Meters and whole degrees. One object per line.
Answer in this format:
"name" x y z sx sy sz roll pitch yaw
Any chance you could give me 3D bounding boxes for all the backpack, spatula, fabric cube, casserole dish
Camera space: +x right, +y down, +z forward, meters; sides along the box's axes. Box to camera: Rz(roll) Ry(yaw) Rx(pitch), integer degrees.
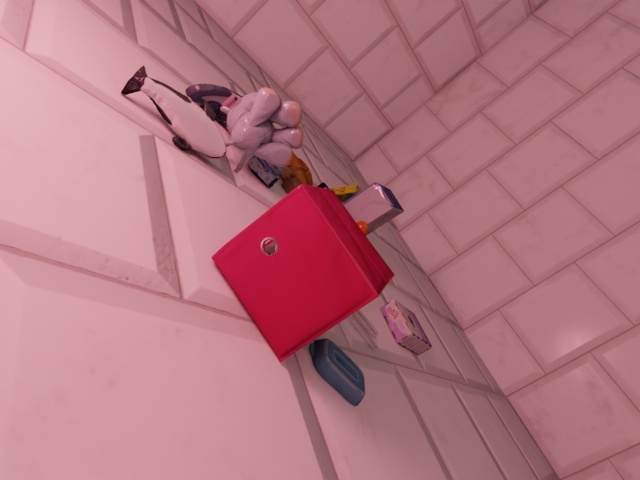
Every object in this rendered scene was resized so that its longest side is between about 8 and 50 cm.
"backpack" -0.190 -0.259 1.419 0.114 0.084 0.105 42 17 -22
"spatula" 0.106 0.234 1.303 0.242 0.019 0.168 52 11 -3
"fabric cube" -0.026 0.060 0.895 0.258 0.254 0.259 56 16 6
"casserole dish" 0.048 0.304 0.959 0.188 0.037 0.114 46 17 -15

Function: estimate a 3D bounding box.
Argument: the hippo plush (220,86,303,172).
"hippo plush" -0.206 -0.363 1.343 0.234 0.294 0.236 43 3 -35

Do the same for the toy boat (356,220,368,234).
"toy boat" 0.132 -0.023 1.666 0.151 0.151 0.231 48 17 -15

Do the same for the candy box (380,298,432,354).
"candy box" 0.337 0.341 1.594 0.196 0.070 0.165 37 22 -43

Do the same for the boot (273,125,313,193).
"boot" -0.132 -0.327 1.638 0.295 0.104 0.211 67 22 -7

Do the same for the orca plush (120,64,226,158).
"orca plush" -0.386 -0.317 1.080 0.287 0.102 0.151 24 76 -40

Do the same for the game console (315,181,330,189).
"game console" 0.017 -0.203 1.887 0.122 0.107 0.071 52 -12 -2

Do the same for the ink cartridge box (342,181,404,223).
"ink cartridge box" 0.243 -0.136 1.990 0.151 0.270 0.395 61 18 11

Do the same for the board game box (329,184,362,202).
"board game box" 0.126 -0.234 2.061 0.092 0.181 0.043 32 62 -48

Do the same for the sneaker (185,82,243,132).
"sneaker" -0.329 -0.447 1.425 0.319 0.112 0.131 0 82 -56
